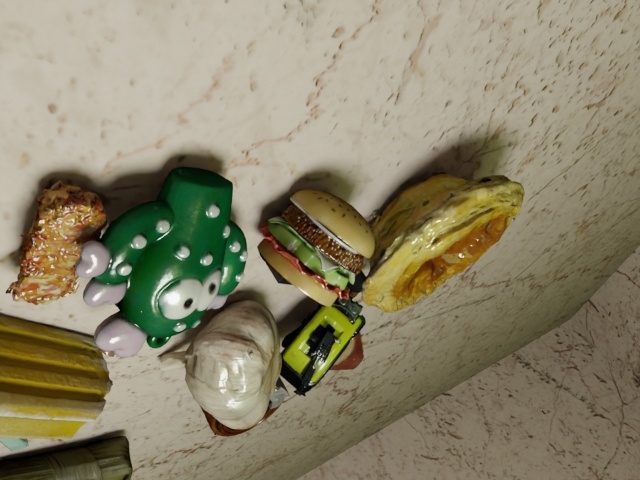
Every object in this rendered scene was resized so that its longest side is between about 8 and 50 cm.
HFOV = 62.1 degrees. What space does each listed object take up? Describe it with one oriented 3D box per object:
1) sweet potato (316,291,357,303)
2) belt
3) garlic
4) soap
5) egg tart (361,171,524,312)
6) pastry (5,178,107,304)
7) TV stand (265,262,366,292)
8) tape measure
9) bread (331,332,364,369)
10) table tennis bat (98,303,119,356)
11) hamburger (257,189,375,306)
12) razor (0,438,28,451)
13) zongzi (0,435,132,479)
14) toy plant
[{"bbox_3d":[0.044,0.117,1.129,0.115,0.026,0.026,-10,143,-33],"label":"sweet potato"},{"bbox_3d":[-0.169,0.343,1.172,0.184,0.105,0.261,-26,150,-17],"label":"belt"},{"bbox_3d":[-0.180,0.206,0.921,0.212,0.219,0.219,4,152,11],"label":"garlic"},{"bbox_3d":[-0.371,0.177,0.682,0.073,0.140,0.232,-34,151,7],"label":"soap"},{"bbox_3d":[0.202,-0.011,0.967,0.352,0.150,0.352,-28,156,-13],"label":"egg tart"},{"bbox_3d":[-0.290,0.002,0.586,0.087,0.063,0.169,0,141,-48],"label":"pastry"},{"bbox_3d":[0.004,0.060,0.976,0.040,0.049,0.256,-46,148,19],"label":"TV stand"},{"bbox_3d":[-0.012,0.207,1.058,0.186,0.112,0.199,-50,172,-30],"label":"tape measure"},{"bbox_3d":[0.059,0.286,1.351,0.119,0.067,0.192,-46,149,21],"label":"bread"},{"bbox_3d":[-0.273,0.063,0.744,0.107,0.119,0.170,38,78,-42],"label":"table tennis bat"},{"bbox_3d":[0.002,0.002,0.774,0.137,0.175,0.175,-51,149,7],"label":"hamburger"},{"bbox_3d":[-0.475,0.269,0.789,0.056,0.111,0.278,-2,149,-25],"label":"razor"},{"bbox_3d":[-0.544,0.518,1.034,0.286,0.138,0.300,6,134,-46],"label":"zongzi"},{"bbox_3d":[-0.179,0.033,0.652,0.232,0.112,0.243,-36,146,-38],"label":"toy plant"}]
